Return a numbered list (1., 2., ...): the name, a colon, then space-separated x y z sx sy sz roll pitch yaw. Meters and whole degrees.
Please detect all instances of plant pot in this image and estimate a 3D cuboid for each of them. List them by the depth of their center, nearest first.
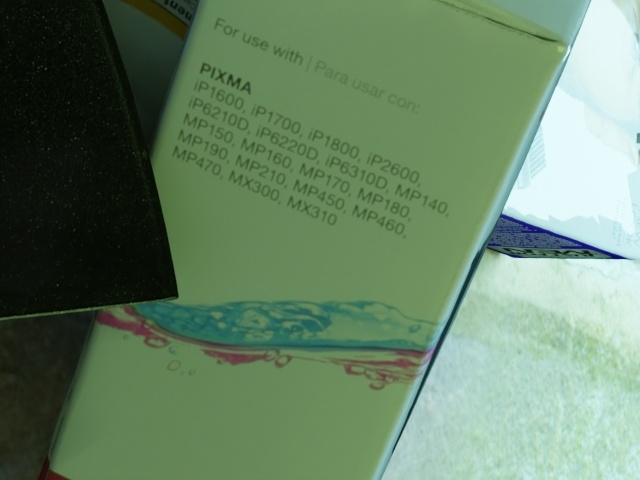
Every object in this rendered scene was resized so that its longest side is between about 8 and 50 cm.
1. plant pot: -0.178 -0.056 0.539 0.187 0.188 0.167 -5 95 -45

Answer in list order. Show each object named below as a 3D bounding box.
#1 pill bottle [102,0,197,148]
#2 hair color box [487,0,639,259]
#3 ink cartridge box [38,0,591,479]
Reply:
1. pill bottle: -0.083 -0.110 0.726 0.117 0.118 0.208 48 56 -43
2. hair color box: 0.080 -0.104 0.949 0.339 0.110 0.185 15 79 -53
3. ink cartridge box: 0.000 0.000 0.674 0.226 0.131 0.306 -57 172 -64
